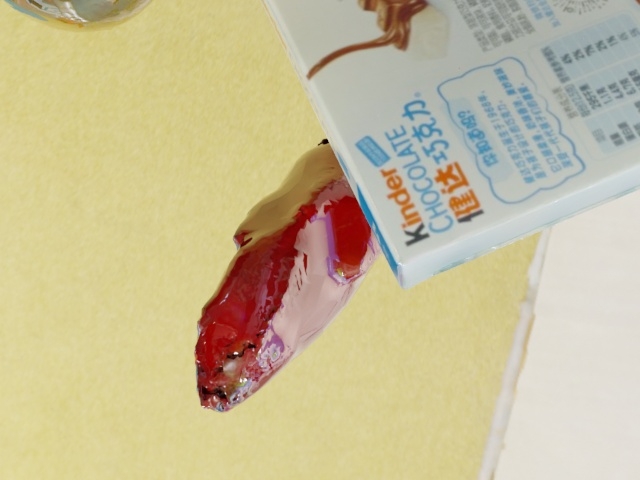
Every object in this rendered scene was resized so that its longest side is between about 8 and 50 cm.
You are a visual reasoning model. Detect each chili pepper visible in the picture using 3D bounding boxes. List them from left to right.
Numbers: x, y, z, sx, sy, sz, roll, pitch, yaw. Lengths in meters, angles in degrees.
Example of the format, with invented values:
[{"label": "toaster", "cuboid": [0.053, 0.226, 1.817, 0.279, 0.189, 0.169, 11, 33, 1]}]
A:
[{"label": "chili pepper", "cuboid": [0.000, 0.000, 0.822, 0.110, 0.387, 0.110, 11, 122, 17]}]

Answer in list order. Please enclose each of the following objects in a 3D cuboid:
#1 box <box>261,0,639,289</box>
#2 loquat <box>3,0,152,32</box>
[{"label": "box", "cuboid": [0.119, -0.134, 0.729, 0.265, 0.273, 0.048, -22, 154, -4]}, {"label": "loquat", "cuboid": [-0.172, -0.223, 0.759, 0.163, 0.137, 0.163, -13, 126, -18]}]
